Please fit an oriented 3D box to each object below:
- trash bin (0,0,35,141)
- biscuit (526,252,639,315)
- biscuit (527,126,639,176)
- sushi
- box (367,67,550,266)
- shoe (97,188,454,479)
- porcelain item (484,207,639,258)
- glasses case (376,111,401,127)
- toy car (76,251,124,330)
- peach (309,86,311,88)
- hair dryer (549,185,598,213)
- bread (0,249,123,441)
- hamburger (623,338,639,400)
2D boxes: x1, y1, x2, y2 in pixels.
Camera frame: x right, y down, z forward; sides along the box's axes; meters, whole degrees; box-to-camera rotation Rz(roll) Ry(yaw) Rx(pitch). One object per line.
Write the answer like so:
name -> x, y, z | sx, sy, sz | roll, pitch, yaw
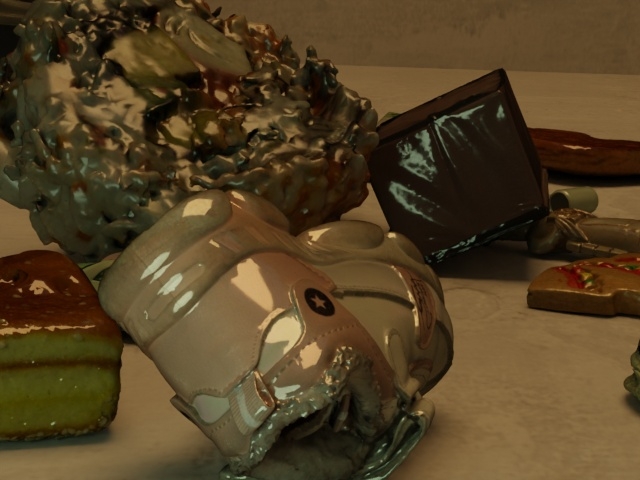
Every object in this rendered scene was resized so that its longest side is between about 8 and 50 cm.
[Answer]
trash bin -> -0.362, -0.241, 2.490 | 0.209, 0.290, 0.182 | 6, 13, 14
biscuit -> 0.323, 0.045, 1.879 | 0.239, 0.041, 0.212 | -2, 15, -23
biscuit -> 0.393, -0.129, 2.663 | 0.262, 0.052, 0.277 | -1, 11, -35
sushi -> -0.152, -0.123, 1.860 | 0.418, 0.176, 0.417 | 13, 40, -11
box -> 0.157, -0.086, 2.052 | 0.188, 0.153, 0.252 | -23, 7, 13
shoe -> -0.002, 0.101, 1.330 | 0.351, 0.172, 0.198 | 15, 35, -51
porcelain item -> 0.287, -0.008, 2.081 | 0.213, 0.054, 0.084 | 8, 17, 30
glasses case -> 0.119, -0.135, 2.620 | 0.095, 0.062, 0.272 | 10, 14, 9
toy car -> -0.146, 0.053, 1.680 | 0.224, 0.076, 0.090 | 6, 11, 18
peach -> -0.031, -0.112, 2.190 | 0.190, 0.190, 0.192 | 5, 18, 14
hair dryer -> 0.297, -0.052, 2.344 | 0.063, 0.038, 0.124 | -8, 8, -44
bread -> -0.264, 0.081, 1.449 | 0.184, 0.110, 0.234 | -3, 14, -18
hamburger -> 0.330, 0.112, 1.517 | 0.140, 0.062, 0.133 | 1, 13, -16
